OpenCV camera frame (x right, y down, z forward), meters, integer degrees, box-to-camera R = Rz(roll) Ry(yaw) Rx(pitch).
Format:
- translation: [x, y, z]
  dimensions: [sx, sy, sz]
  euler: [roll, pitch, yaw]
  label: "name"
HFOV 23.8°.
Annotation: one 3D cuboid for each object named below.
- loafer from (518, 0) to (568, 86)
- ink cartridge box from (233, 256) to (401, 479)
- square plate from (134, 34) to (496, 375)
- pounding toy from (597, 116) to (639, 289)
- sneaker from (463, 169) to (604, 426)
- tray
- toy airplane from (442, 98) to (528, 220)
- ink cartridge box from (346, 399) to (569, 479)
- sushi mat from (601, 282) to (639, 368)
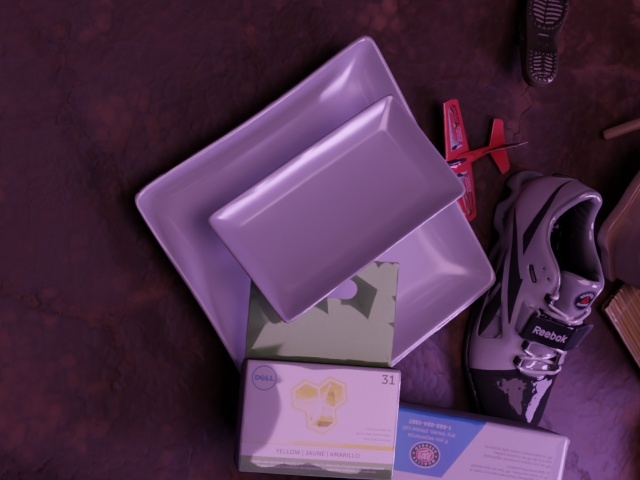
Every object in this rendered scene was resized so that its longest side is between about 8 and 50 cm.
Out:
- translation: [0.266, -0.253, 1.855]
  dimensions: [0.056, 0.050, 0.148]
  euler: [17, 69, -11]
  label: "loafer"
- translation: [0.001, 0.135, 1.637]
  dimensions: [0.171, 0.056, 0.235]
  euler: [5, 90, -8]
  label: "ink cartridge box"
- translation: [0.000, 0.000, 1.722]
  dimensions: [0.344, 0.049, 0.347]
  euler: [-37, 110, -21]
  label: "square plate"
- translation: [0.437, -0.067, 1.953]
  dimensions: [0.269, 0.155, 0.154]
  euler: [-56, 145, -4]
  label: "pounding toy"
- translation: [0.267, 0.082, 1.827]
  dimensions: [0.122, 0.146, 0.330]
  euler: [5, 92, -31]
  label: "sneaker"
- translation: [0.019, -0.036, 1.664]
  dimensions: [0.270, 0.030, 0.145]
  euler: [-36, 84, -22]
  label: "tray"
- translation: [0.183, -0.105, 1.830]
  dimensions: [0.151, 0.028, 0.151]
  euler: [-3, 97, -30]
  label: "toy airplane"
- translation: [0.137, 0.351, 1.752]
  dimensions: [0.223, 0.129, 0.307]
  euler: [11, 88, -14]
  label: "ink cartridge box"
- translation: [0.490, 0.156, 2.026]
  dimensions: [0.151, 0.019, 0.316]
  euler: [-43, 112, -21]
  label: "sushi mat"
